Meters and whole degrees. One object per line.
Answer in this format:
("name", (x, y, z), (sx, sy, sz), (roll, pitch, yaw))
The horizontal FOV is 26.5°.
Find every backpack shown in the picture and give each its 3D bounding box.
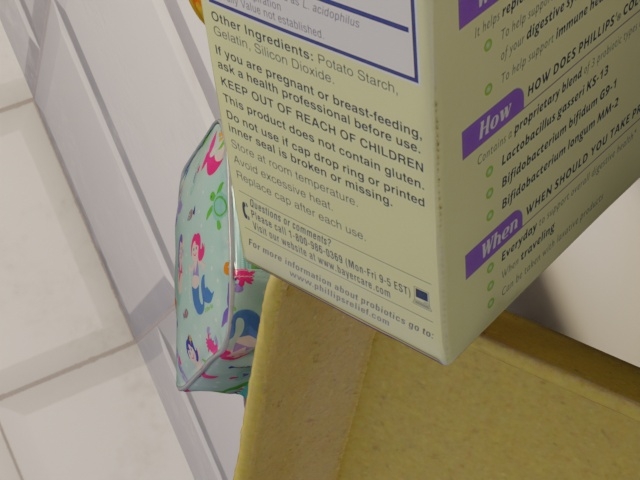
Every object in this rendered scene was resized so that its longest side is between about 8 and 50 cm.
("backpack", (0.000, 0.000, 0.920), (0.225, 0.191, 0.253), (137, 142, -66))

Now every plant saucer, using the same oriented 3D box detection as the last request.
("plant saucer", (0.117, 0.165, 0.737), (0.333, 0.081, 0.332), (24, 133, 12))

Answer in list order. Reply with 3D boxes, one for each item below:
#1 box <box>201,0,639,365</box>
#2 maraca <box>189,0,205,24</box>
("box", (0.065, -0.116, 0.550), (0.117, 0.213, 0.243), (27, 141, 32))
("maraca", (-0.033, -0.210, 0.975), (0.186, 0.099, 0.127), (-34, 80, 46))
